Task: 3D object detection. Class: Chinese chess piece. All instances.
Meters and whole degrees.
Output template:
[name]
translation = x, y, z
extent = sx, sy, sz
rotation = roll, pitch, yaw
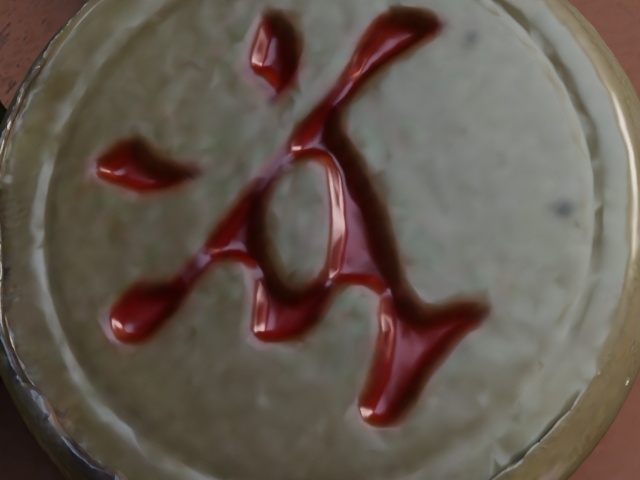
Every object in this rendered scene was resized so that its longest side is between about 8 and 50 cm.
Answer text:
[Chinese chess piece]
translation = 0.000, 0.000, 0.511
extent = 0.250, 0.103, 0.249
rotation = -2, 74, 8

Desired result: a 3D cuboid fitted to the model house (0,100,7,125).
[model house]
translation = -0.244, 0.008, 0.518
extent = 0.234, 0.174, 0.193
rotation = 2, 54, 1
